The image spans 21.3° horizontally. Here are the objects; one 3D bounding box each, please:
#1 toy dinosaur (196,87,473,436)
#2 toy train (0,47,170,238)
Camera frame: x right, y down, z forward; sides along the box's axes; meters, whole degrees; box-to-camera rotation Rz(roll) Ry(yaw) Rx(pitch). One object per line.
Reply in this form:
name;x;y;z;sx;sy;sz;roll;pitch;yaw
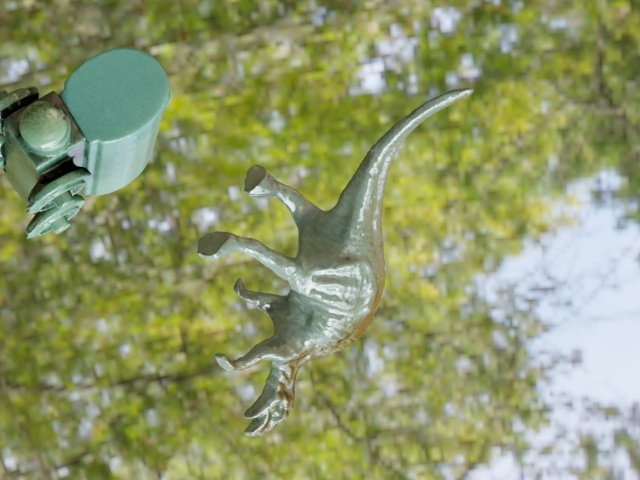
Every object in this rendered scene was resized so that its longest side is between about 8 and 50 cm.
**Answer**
toy dinosaur;0.000;0.000;1.563;0.393;0.205;0.092;-50;-151;8
toy train;-0.188;-0.081;1.339;0.159;0.101;0.248;-30;177;-14
